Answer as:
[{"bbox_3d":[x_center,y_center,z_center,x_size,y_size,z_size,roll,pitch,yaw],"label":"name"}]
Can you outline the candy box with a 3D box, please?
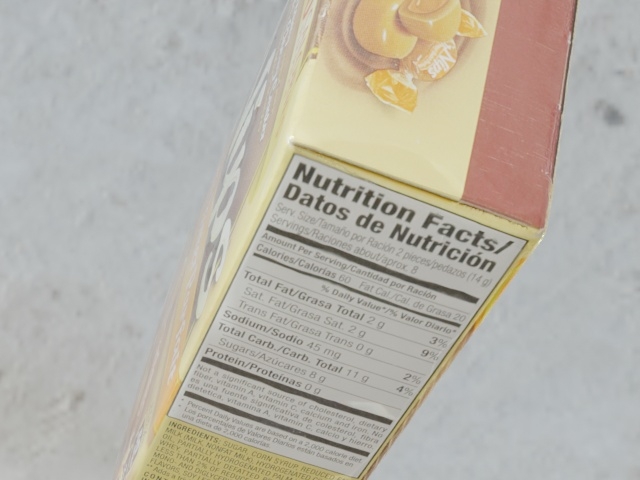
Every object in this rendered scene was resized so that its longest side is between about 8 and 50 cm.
[{"bbox_3d":[0.000,0.000,0.683,0.087,0.183,0.316,18,143,-7],"label":"candy box"}]
